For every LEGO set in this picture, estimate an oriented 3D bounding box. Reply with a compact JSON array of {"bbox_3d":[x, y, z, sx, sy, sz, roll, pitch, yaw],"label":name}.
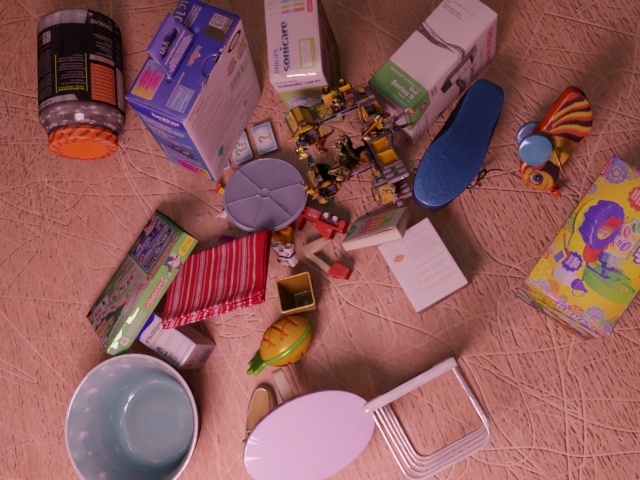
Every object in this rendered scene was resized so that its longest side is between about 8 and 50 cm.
[{"bbox_3d":[0.073,-0.167,1.463,0.255,0.331,0.192,-20,60,-7],"label":"LEGO set"},{"bbox_3d":[-0.118,0.019,1.583,0.227,0.093,0.087,8,43,39],"label":"LEGO set"},{"bbox_3d":[-0.180,-0.156,1.645,0.183,0.060,0.244,-19,75,10],"label":"LEGO set"}]

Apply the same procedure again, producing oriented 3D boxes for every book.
[{"bbox_3d":[0.127,-0.027,1.515,0.144,0.096,0.035,-16,118,33],"label":"book"}]

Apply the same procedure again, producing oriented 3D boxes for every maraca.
[{"bbox_3d":[-0.093,0.239,1.525,0.186,0.127,0.099,-37,102,11],"label":"maraca"}]

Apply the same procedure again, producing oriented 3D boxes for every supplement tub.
[{"bbox_3d":[-0.601,-0.387,1.701,0.207,0.207,0.337,-8,78,11],"label":"supplement tub"}]

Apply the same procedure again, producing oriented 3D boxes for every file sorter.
[{"bbox_3d":[0.224,0.348,1.350,0.193,0.278,0.173,-31,77,5],"label":"file sorter"}]

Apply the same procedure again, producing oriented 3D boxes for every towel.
[{"bbox_3d":[-0.230,0.083,1.502,0.275,0.031,0.198,-18,46,23],"label":"towel"}]

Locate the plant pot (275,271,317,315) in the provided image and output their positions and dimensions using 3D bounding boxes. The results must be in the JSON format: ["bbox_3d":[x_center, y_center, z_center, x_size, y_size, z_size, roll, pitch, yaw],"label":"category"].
[{"bbox_3d":[-0.048,0.129,1.546,0.082,0.083,0.081,-15,67,8],"label":"plant pot"}]

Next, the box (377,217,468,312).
[{"bbox_3d":[0.228,0.058,1.498,0.130,0.091,0.170,-31,75,6],"label":"box"}]

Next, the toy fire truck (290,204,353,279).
[{"bbox_3d":[0.000,0.000,1.581,0.192,0.047,0.135,22,86,16],"label":"toy fire truck"}]

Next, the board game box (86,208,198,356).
[{"bbox_3d":[-0.426,0.094,1.593,0.317,0.046,0.213,-57,36,-2],"label":"board game box"}]

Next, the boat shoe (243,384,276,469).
[{"bbox_3d":[-0.140,0.423,1.519,0.068,0.072,0.189,0,79,12],"label":"boat shoe"}]

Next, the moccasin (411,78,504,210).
[{"bbox_3d":[0.310,-0.195,1.491,0.138,0.117,0.342,35,72,5],"label":"moccasin"}]

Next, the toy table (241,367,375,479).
[{"bbox_3d":[-0.034,0.399,1.425,0.275,0.161,0.252,-11,92,-11],"label":"toy table"}]

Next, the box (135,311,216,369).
[{"bbox_3d":[-0.334,0.233,1.569,0.137,0.126,0.072,33,89,16],"label":"box"}]

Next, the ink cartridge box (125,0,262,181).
[{"bbox_3d":[-0.271,-0.339,1.503,0.151,0.395,0.269,23,76,8],"label":"ink cartridge box"}]

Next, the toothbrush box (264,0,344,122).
[{"bbox_3d":[-0.032,-0.408,1.543,0.122,0.283,0.206,-7,78,11],"label":"toothbrush box"}]

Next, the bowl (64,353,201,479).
[{"bbox_3d":[-0.394,0.413,1.529,0.312,0.163,0.311,-2,79,12],"label":"bowl"}]

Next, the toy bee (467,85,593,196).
[{"bbox_3d":[0.489,-0.184,1.471,0.162,0.298,0.195,38,52,-11],"label":"toy bee"}]

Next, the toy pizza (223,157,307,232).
[{"bbox_3d":[-0.129,-0.104,1.591,0.201,0.032,0.201,-3,65,6],"label":"toy pizza"}]

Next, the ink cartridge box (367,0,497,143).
[{"bbox_3d":[0.256,-0.386,1.513,0.121,0.211,0.289,43,91,17],"label":"ink cartridge box"}]

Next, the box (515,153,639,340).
[{"bbox_3d":[0.550,0.028,1.338,0.177,0.279,0.290,35,88,16],"label":"box"}]
